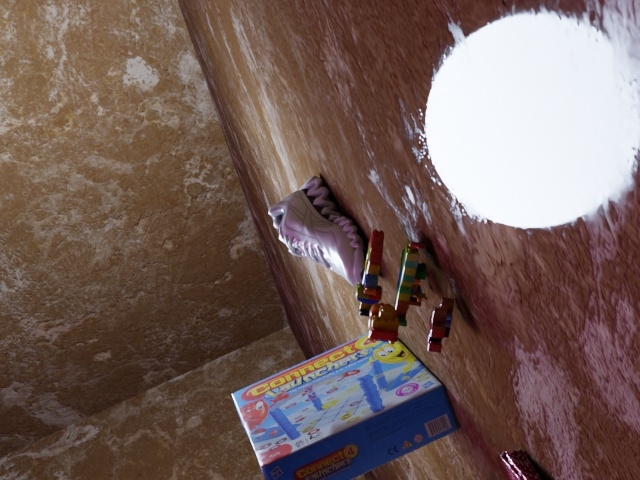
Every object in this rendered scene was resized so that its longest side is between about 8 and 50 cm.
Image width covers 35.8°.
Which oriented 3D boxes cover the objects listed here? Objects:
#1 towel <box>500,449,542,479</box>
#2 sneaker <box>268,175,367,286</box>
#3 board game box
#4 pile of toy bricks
[{"bbox_3d":[0.294,0.370,1.109,0.198,0.031,0.275,66,175,-19],"label":"towel"},{"bbox_3d":[0.000,0.000,1.703,0.292,0.118,0.110,-127,16,-54],"label":"sneaker"},{"bbox_3d":[0.028,0.281,1.639,0.302,0.308,0.086,-138,26,-71],"label":"board game box"},{"bbox_3d":[0.106,0.047,1.225,0.212,0.118,0.105,-88,6,-70],"label":"pile of toy bricks"}]
